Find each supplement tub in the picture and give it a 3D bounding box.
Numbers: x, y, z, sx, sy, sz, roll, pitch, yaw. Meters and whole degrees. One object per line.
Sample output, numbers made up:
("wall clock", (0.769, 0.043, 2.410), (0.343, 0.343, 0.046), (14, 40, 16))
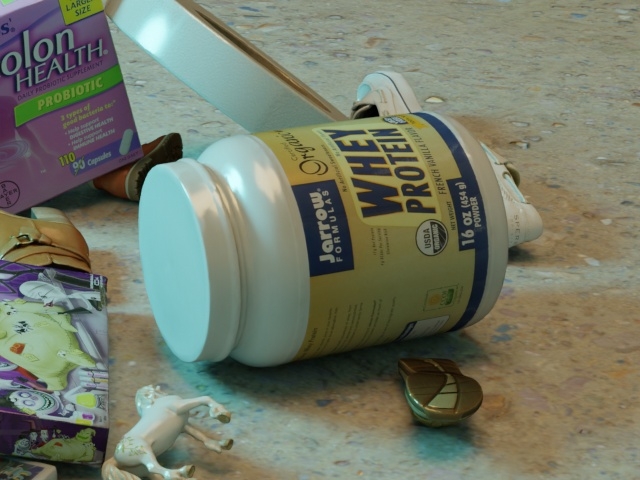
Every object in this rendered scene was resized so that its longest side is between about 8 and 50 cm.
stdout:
("supplement tub", (0.000, 0.000, 1.636), (0.316, 0.228, 0.228), (-10, 25, -24))

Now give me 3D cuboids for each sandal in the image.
("sandal", (0.106, 0.146, 1.535), (0.072, 0.049, 0.180), (5, 7, -6))

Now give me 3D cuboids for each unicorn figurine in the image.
("unicorn figurine", (-0.134, 0.167, 1.444), (0.111, 0.060, 0.162), (13, 25, 26))

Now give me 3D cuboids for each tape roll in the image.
("tape roll", (-0.090, -0.194, 2.022), (0.392, 0.072, 0.392), (36, 7, -5))

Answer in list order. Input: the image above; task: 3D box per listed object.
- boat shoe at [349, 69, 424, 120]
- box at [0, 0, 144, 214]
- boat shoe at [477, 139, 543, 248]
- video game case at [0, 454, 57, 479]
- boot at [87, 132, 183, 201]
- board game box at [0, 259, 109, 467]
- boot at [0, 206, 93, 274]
("boat shoe", (0.080, -0.165, 2.213), (0.084, 0.095, 0.258), (0, 21, -15))
("box", (-0.352, -0.179, 1.974), (0.213, 0.243, 0.117), (-26, 32, -23))
("boat shoe", (0.191, -0.065, 1.986), (0.096, 0.098, 0.277), (-4, 32, -13))
("video game case", (-0.344, 0.220, 1.357), (0.183, 0.023, 0.201), (10, 23, 20))
("boot", (-0.230, -0.098, 2.089), (0.084, 0.059, 0.158), (5, 23, 22))
("board game box", (-0.302, 0.100, 1.556), (0.208, 0.056, 0.347), (5, 20, -10))
("boot", (-0.346, 0.016, 1.788), (0.197, 0.073, 0.152), (-9, 29, -17))
